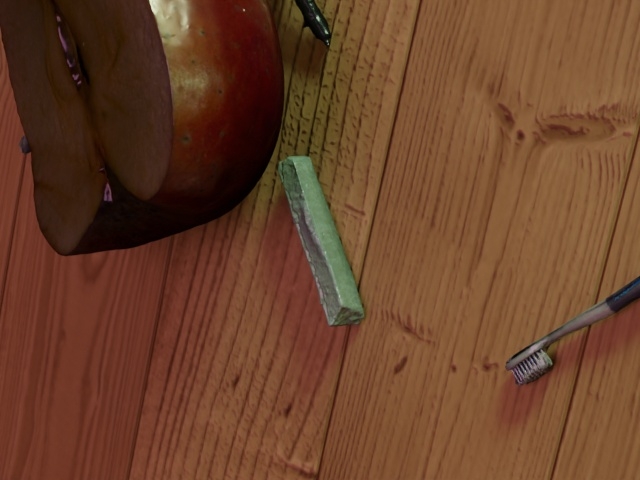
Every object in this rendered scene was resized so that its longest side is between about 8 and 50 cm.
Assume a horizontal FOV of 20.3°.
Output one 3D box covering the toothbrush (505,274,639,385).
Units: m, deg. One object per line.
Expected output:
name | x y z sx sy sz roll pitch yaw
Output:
toothbrush | 0.252 0.043 1.449 0.288 0.024 0.026 -40 68 36

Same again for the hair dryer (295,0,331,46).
hair dryer | -0.024 -0.359 1.647 0.303 0.120 0.360 -20 90 27

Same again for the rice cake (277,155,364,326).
rice cake | 0.000 0.000 1.668 0.029 0.033 0.171 -29 74 41

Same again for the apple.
apple | -0.191 -0.173 1.667 0.328 0.295 0.365 -25 74 17

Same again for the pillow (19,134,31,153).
pillow | -0.259 -0.129 1.877 0.135 0.055 0.091 12 99 39
